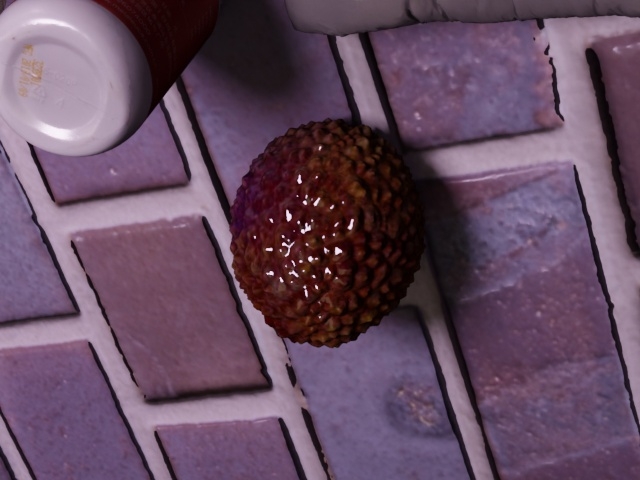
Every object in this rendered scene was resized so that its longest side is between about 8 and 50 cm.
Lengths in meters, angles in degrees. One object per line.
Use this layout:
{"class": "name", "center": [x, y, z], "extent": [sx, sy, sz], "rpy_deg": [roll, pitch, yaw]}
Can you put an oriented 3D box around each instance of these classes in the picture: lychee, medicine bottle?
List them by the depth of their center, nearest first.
{"class": "medicine bottle", "center": [-0.159, -0.174, 1.104], "extent": [0.131, 0.250, 0.131], "rpy_deg": [8, 125, 12]}
{"class": "lychee", "center": [0.000, 0.000, 1.216], "extent": [0.188, 0.188, 0.188], "rpy_deg": [8, 124, 12]}

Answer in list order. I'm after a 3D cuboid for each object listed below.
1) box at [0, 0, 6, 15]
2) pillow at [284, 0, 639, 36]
{"class": "box", "center": [-0.299, -0.348, 1.064], "extent": [0.204, 0.051, 0.365], "rpy_deg": [21, 104, 12]}
{"class": "pillow", "center": [0.115, -0.271, 1.050], "extent": [0.326, 0.101, 0.228], "rpy_deg": [2, 124, 19]}
